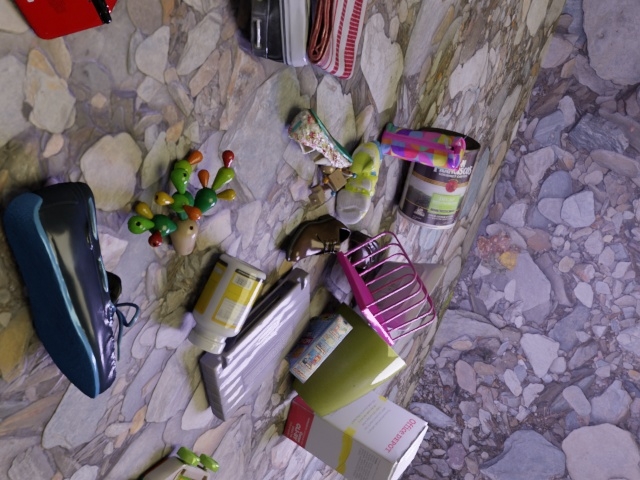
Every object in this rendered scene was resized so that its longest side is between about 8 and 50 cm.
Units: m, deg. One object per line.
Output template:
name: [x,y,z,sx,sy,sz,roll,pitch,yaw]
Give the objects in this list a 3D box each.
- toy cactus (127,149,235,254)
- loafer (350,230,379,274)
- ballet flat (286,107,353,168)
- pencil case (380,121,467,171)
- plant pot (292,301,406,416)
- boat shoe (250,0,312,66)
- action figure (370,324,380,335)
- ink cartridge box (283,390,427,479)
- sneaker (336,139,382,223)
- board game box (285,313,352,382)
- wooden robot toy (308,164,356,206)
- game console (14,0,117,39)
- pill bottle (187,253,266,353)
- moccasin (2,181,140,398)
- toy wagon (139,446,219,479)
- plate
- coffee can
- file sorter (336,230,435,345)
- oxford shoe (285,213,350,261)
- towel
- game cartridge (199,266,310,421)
toy cactus: [-0.218,-0.046,0.924,0.219,0.112,0.180,-53,164,-43]
loafer: [0.131,0.048,1.691,0.078,0.080,0.220,-56,154,-19]
ballet flat: [-0.004,-0.212,1.215,0.077,0.091,0.241,-36,152,10]
pencil case: [0.280,-0.257,1.518,0.104,0.236,0.104,-38,136,-50]
plant pot: [0.064,0.390,1.709,0.293,0.275,0.275,-45,152,-6]
boat shoe: [-0.078,-0.405,0.818,0.335,0.119,0.121,88,6,-48]
action figure: [0.214,0.275,2.044,0.185,0.099,0.285,-60,154,-7]
ink cartridge box: [0.117,0.626,1.838,0.279,0.385,0.160,-19,130,-57]
sneaker: [0.115,-0.158,1.465,0.126,0.091,0.240,-52,166,-50]
board game box: [-0.033,0.292,1.529,0.060,0.194,0.194,47,64,-17]
wooden robot toy: [0.013,-0.152,1.327,0.173,0.076,0.079,-43,112,-39]
game console: [-0.282,-0.312,0.601,0.124,0.085,0.144,-19,153,-6]
pill bottle: [-0.192,0.127,1.111,0.184,0.103,0.103,-63,155,-2]
moccasin: [-0.323,0.080,0.778,0.117,0.138,0.342,-43,149,-47]
toy wagon: [-0.366,0.595,1.248,0.267,0.068,0.344,-56,153,-18]
plate: [0.247,0.166,1.863,0.278,0.277,0.045,-53,121,-25]
coffee can: [0.380,-0.203,1.802,0.201,0.201,0.275,-30,138,-51]
file sorter: [0.205,0.140,1.627,0.182,0.202,0.290,-28,143,7]
oxford shoe: [0.000,0.000,1.379,0.227,0.096,0.082,-33,142,-46]
towel: [0.050,-0.424,1.016,0.329,0.037,0.237,-40,143,-73]
game cartridge: [-0.148,0.252,1.369,0.355,0.068,0.230,-44,152,-38]
